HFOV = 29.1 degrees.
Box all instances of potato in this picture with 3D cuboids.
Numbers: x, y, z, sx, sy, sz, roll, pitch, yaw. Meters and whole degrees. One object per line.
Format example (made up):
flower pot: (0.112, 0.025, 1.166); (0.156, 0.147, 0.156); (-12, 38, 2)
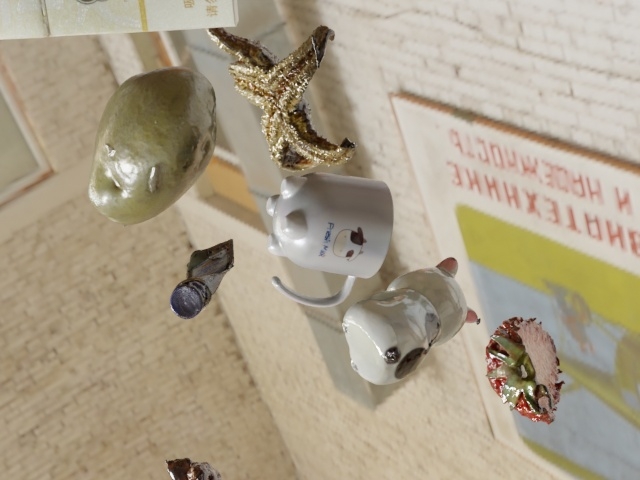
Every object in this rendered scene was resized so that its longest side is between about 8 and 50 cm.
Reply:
potato: (-0.227, -0.127, 1.639); (0.160, 0.235, 0.178); (31, -168, 7)

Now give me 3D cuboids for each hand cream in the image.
hand cream: (-0.124, 0.040, 1.276); (0.062, 0.039, 0.163); (-32, -169, 13)

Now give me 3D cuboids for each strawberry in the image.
strawberry: (0.302, 0.198, 1.823); (0.087, 0.208, 0.167); (-26, -107, 19)

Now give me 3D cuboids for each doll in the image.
doll: (0.108, 0.101, 1.532); (0.107, 0.110, 0.181); (4, -152, 41)

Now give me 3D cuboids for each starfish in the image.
starfish: (-0.060, -0.235, 1.874); (0.113, 0.312, 0.303); (-36, 180, -22)

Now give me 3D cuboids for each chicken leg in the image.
chicken leg: (-0.138, 0.365, 1.542); (0.096, 0.157, 0.407); (-7, 178, -9)

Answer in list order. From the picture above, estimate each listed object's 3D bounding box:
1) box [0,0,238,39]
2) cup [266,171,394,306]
box: (-0.139, -0.178, 0.787); (0.167, 0.090, 0.024); (-3, -157, 4)
cup: (0.000, -0.011, 1.658); (0.142, 0.173, 0.134); (8, -132, -20)
